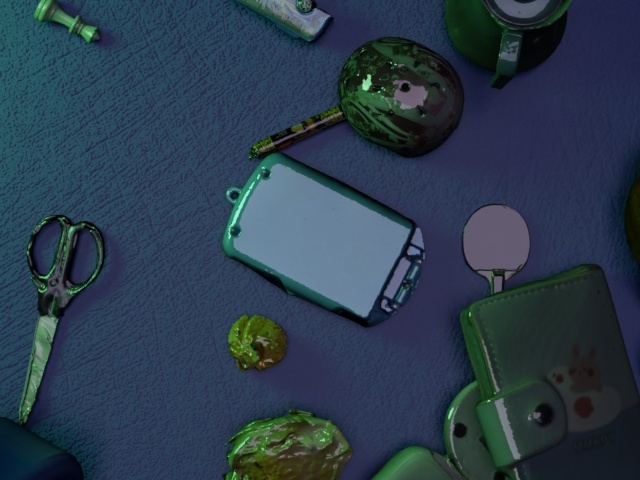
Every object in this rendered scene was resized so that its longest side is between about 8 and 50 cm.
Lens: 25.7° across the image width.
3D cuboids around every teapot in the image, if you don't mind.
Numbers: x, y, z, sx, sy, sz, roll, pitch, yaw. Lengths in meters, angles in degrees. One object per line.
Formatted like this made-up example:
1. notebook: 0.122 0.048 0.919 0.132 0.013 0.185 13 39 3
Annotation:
1. teapot: 0.255 -0.307 1.866 0.171 0.225 0.203 10 87 1

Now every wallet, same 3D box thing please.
1. wallet: 0.327 0.226 1.884 0.252 0.083 0.360 -14 85 -26

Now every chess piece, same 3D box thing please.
1. chess piece: -0.350 -0.304 1.953 0.093 0.042 0.042 31 87 -4

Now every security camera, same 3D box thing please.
1. security camera: 0.185 0.311 1.908 0.301 0.080 0.157 -43 96 -13

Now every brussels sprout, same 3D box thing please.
1. brussels sprout: -0.048 0.299 1.895 0.181 0.100 0.139 -24 97 -3

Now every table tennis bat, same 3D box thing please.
1. table tennis bat: 0.245 0.027 1.953 0.095 0.014 0.158 0 85 -2

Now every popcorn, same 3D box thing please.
1. popcorn: -0.088 0.142 1.910 0.084 0.084 0.084 0 87 -1

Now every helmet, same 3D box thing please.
1. helmet: 0.120 -0.196 1.905 0.177 0.107 0.153 27 89 -15

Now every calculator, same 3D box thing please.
1. calculator: 0.000 0.000 1.933 0.293 0.051 0.173 27 88 1

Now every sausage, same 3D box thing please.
1. sausage: -0.012 -0.158 1.953 0.198 0.028 0.025 -24 113 -2

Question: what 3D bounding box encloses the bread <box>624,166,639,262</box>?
1. bread: 0.525 -0.040 1.886 0.232 0.135 0.246 -11 69 13

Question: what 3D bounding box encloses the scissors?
1. scissors: -0.378 0.114 1.937 0.109 0.022 0.299 14 87 4

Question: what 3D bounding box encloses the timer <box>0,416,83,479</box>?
1. timer: -0.534 0.291 1.834 0.384 0.270 0.270 35 87 16

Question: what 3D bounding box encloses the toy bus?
1. toy bus: -0.058 -0.330 1.953 0.153 0.051 0.061 31 99 1
